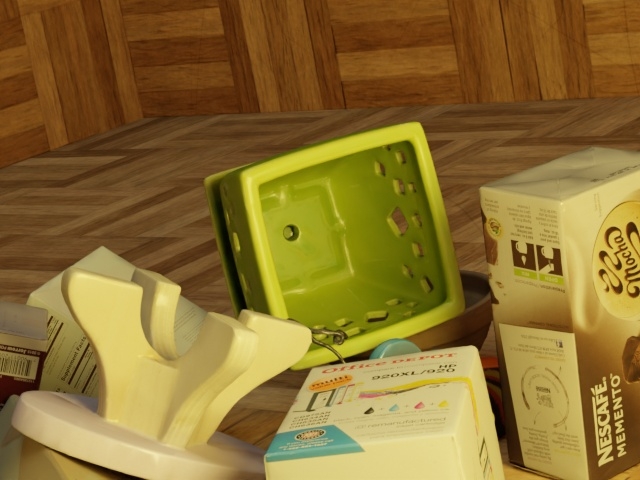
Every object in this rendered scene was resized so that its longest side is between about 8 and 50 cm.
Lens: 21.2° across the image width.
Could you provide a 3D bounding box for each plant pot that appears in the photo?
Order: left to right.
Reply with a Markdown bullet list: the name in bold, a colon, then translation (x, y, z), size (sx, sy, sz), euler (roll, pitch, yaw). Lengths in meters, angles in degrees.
- **plant pot**: translation (0.000, 0.000, 1.913), size (0.227, 0.228, 0.207), euler (-17, 10, -21)
- **plant pot**: translation (0.101, 0.120, 2.028), size (0.237, 0.110, 0.237), euler (-9, 13, 2)

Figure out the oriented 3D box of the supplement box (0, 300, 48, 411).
- **supplement box**: translation (-0.337, 0.194, 1.772), size (0.073, 0.239, 0.130), euler (11, 11, -11)

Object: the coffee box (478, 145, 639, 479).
- **coffee box**: translation (0.267, 0.073, 1.699), size (0.168, 0.297, 0.119), euler (-19, 20, -35)

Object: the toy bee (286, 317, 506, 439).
- **toy bee**: translation (0.078, 0.182, 1.783), size (0.298, 0.162, 0.195), euler (12, 0, -13)

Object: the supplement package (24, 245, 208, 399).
- **supplement package**: translation (-0.230, 0.141, 1.924), size (0.203, 0.149, 0.194), euler (32, 23, 7)

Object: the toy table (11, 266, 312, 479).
- **toy table**: translation (-0.139, 0.130, 1.605), size (0.274, 0.161, 0.252), euler (15, 5, -41)

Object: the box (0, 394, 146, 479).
- **box**: translation (-0.232, 0.260, 1.575), size (0.148, 0.121, 0.311), euler (31, -1, -23)

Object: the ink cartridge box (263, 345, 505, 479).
- **ink cartridge box**: translation (0.065, 0.217, 1.542), size (0.171, 0.168, 0.233), euler (-8, 13, 12)
